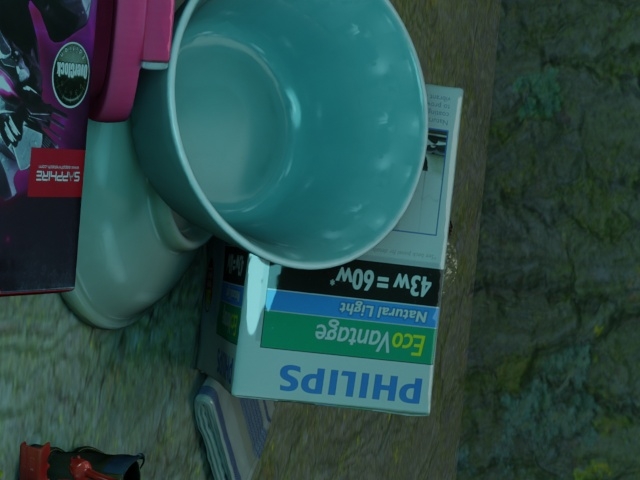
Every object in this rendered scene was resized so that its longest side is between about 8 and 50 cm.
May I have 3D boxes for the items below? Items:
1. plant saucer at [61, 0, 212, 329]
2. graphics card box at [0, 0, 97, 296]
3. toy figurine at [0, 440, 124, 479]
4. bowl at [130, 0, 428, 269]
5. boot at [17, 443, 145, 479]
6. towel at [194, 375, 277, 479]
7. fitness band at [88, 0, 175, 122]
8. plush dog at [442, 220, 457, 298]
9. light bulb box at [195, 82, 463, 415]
[{"bbox_3d":[-0.169,-0.100,1.833,0.400,0.100,0.400,5,90,-73],"label":"plant saucer"},{"bbox_3d":[-0.284,-0.137,1.396,0.233,0.094,0.371,0,95,-61],"label":"graphics card box"},{"bbox_3d":[-0.289,0.350,1.470,0.362,0.191,0.217,-47,145,-61],"label":"toy figurine"},{"bbox_3d":[-0.062,-0.121,1.687,0.311,0.163,0.311,5,82,-39],"label":"bowl"},{"bbox_3d":[-0.219,0.255,1.778,0.219,0.106,0.082,30,68,-71],"label":"boot"},{"bbox_3d":[-0.098,0.183,2.278,0.285,0.034,0.209,-69,155,-45],"label":"towel"},{"bbox_3d":[-0.180,-0.251,1.571,0.209,0.054,0.291,-139,-128,-65],"label":"fitness band"},{"bbox_3d":[0.086,0.033,2.491,0.210,0.225,0.262,10,86,-73],"label":"plush dog"},{"bbox_3d":[0.000,0.000,1.992,0.358,0.225,0.361,180,-83,-80],"label":"light bulb box"}]
